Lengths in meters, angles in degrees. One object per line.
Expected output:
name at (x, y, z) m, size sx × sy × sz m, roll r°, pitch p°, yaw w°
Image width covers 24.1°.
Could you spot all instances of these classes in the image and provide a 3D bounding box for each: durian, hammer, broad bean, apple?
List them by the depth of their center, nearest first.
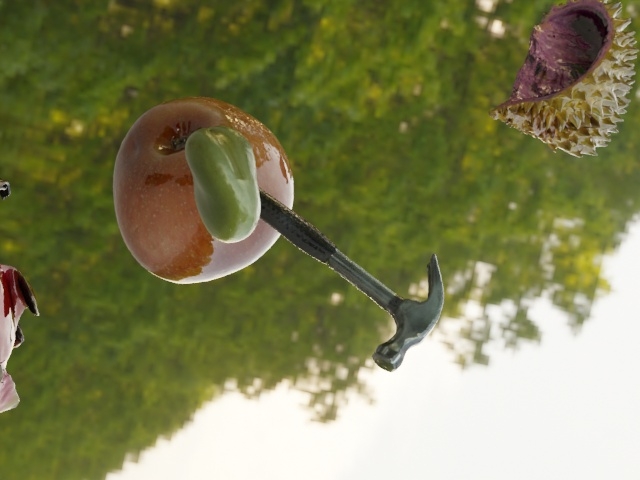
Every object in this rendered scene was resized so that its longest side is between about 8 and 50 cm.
broad bean at (-0.066, -0.037, 1.023) m, size 0.063 × 0.045 × 0.083 m, roll 17°, pitch -58°, yaw 49°
hammer at (0.000, 0.000, 1.286) m, size 0.103 × 0.246 × 0.029 m, roll -47°, pitch 169°, yaw -20°
apple at (-0.130, -0.060, 1.582) m, size 0.201 × 0.201 × 0.162 m, roll -96°, pitch 167°, yaw -54°
durian at (0.335, -0.199, 1.889) m, size 0.186 × 0.154 × 0.260 m, roll 58°, pitch 38°, yaw -43°

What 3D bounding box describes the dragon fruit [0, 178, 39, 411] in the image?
dragon fruit at (-0.206, 0.025, 0.682) m, size 0.166 × 0.136 × 0.133 m, roll 49°, pitch -52°, yaw 16°
